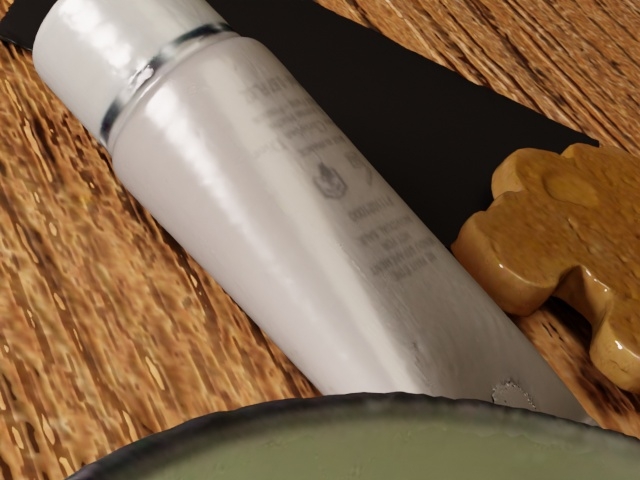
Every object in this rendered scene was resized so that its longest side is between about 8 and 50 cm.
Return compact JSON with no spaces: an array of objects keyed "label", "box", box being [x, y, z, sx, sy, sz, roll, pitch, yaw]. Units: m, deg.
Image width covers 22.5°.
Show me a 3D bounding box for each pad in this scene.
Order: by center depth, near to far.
[{"label":"pad","box":[0.007,-0.086,0.940,0.368,0.007,0.247,25,28,-7]}]

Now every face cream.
[{"label":"face cream","box":[0.000,0.000,0.715,0.314,0.089,0.143,45,30,13]}]

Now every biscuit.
[{"label":"biscuit","box":[0.153,0.004,0.880,0.144,0.040,0.236,38,27,3]}]

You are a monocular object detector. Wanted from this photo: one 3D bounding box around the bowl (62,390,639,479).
[{"label":"bowl","box":[0.052,0.213,0.289,0.354,0.185,0.354,21,29,-12]}]
